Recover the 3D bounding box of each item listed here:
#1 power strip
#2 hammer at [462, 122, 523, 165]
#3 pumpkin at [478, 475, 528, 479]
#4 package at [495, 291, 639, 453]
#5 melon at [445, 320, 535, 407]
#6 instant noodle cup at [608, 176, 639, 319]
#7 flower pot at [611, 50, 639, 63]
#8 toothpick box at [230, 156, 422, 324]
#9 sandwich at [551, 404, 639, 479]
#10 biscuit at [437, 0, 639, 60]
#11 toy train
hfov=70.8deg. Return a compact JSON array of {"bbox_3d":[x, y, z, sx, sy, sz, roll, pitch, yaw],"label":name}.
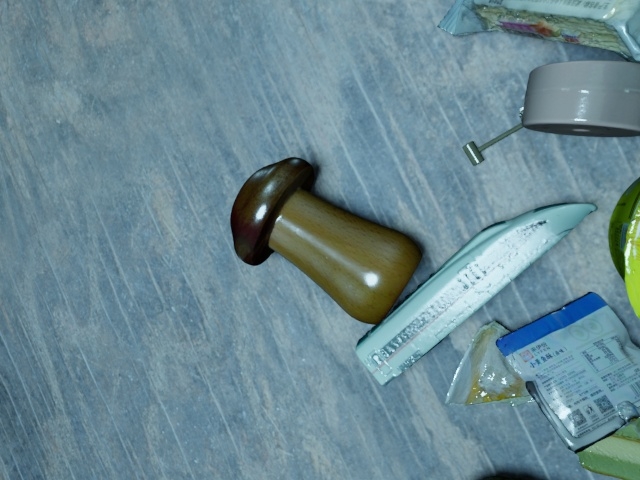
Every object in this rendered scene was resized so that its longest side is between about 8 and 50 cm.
[{"bbox_3d":[0.344,-0.181,0.586,0.154,0.154,0.078,10,102,18],"label":"power strip"},{"bbox_3d":[0.275,-0.157,0.687,0.110,0.019,0.035,-30,86,15],"label":"hammer"},{"bbox_3d":[0.300,0.459,0.670,0.224,0.157,0.223,11,114,25],"label":"pumpkin"},{"bbox_3d":[0.365,0.173,0.622,0.171,0.027,0.173,-28,53,1],"label":"package"},{"bbox_3d":[0.281,0.192,0.685,0.203,0.093,0.139,-13,79,14],"label":"melon"},{"bbox_3d":[0.495,0.002,0.516,0.312,0.221,0.311,2,98,19],"label":"instant noodle cup"},{"bbox_3d":[0.450,-0.267,0.565,0.229,0.103,0.108,43,107,12],"label":"flower pot"},{"bbox_3d":[0.000,0.000,0.716,0.294,0.192,0.192,32,105,7],"label":"toothpick box"},{"bbox_3d":[0.477,0.254,0.660,0.187,0.144,0.117,-26,86,-16],"label":"sandwich"},{"bbox_3d":[0.307,-0.324,0.553,0.186,0.079,0.309,-57,40,9],"label":"biscuit"},{"bbox_3d":[0.223,0.065,0.693,0.407,0.086,0.088,-45,75,18],"label":"toy train"}]
